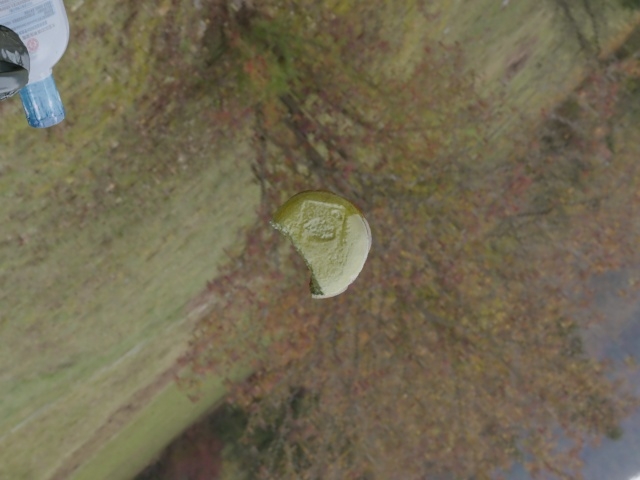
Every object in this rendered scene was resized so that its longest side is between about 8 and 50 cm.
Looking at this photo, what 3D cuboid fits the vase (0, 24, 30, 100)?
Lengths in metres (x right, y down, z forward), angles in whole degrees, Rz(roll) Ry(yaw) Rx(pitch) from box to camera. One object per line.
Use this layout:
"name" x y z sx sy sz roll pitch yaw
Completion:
"vase" -0.462 -0.208 1.126 0.301 0.251 0.156 -46 144 -72

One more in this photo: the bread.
"bread" 0.010 -0.003 1.317 0.125 0.156 0.086 -30 180 0

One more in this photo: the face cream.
"face cream" -0.459 -0.330 1.400 0.163 0.080 0.337 -32 131 -29
